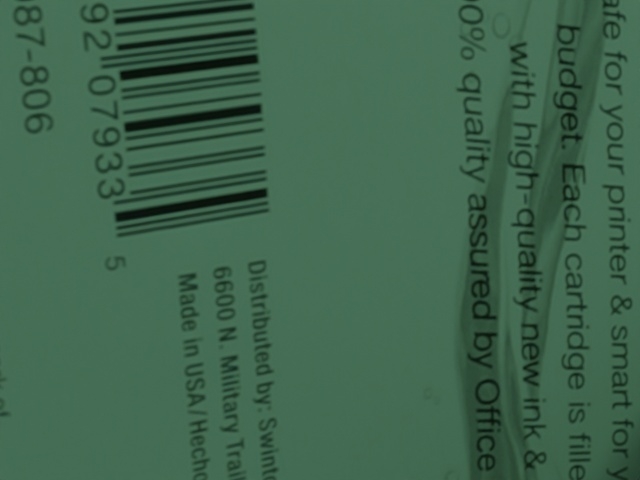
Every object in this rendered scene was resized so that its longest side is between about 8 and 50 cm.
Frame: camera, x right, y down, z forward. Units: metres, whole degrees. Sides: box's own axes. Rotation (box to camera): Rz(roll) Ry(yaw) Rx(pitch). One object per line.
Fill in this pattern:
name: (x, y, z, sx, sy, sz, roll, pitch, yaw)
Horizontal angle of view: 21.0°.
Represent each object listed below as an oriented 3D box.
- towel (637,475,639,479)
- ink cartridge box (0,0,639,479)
towel: (0.184, 0.181, 0.491, 0.329, 0.037, 0.237, 54, 52, -19)
ink cartridge box: (0.000, 0.000, 0.531, 0.395, 0.285, 0.166, -10, 15, -26)
